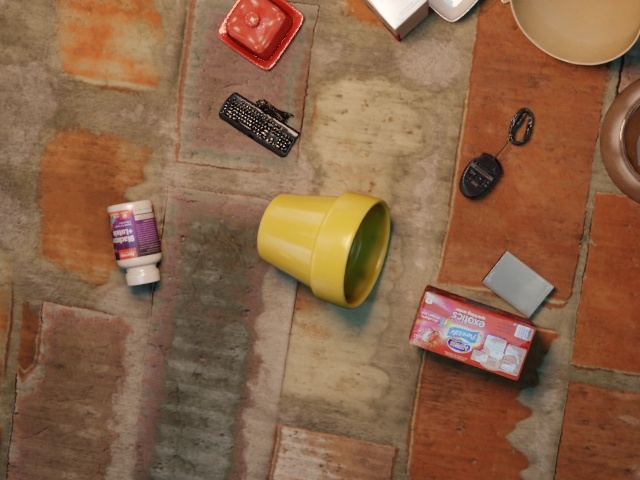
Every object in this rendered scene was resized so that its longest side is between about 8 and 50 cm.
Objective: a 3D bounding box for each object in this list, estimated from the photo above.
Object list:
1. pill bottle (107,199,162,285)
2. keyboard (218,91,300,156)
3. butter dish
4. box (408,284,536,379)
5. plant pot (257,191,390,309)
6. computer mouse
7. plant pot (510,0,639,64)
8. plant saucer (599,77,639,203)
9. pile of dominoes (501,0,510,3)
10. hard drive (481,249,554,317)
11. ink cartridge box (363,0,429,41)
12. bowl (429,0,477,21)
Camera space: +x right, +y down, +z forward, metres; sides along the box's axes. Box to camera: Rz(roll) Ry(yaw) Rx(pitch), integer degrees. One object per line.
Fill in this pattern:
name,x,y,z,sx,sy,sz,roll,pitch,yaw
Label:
pill bottle,-0.436,0.006,1.970,0.108,0.108,0.193,-10,93,9
keyboard,-0.142,-0.283,1.943,0.192,0.038,0.100,32,98,4
butter dish,-0.146,-0.494,1.885,0.160,0.118,0.160,36,99,3
box,0.338,0.204,1.870,0.257,0.122,0.128,18,96,6
plant pot,0.000,0.000,1.853,0.239,0.254,0.254,17,97,22
computer mouse,0.397,-0.197,1.878,0.071,0.041,0.242,39,92,-5
plant pot,0.566,-0.539,1.729,0.284,0.284,0.191,37,63,4
plant saucer,0.775,-0.221,1.815,0.311,0.050,0.310,1,94,9
pile of dominoes,0.396,-0.660,1.836,0.251,0.040,0.196,41,98,4
hard drive,0.450,0.099,1.897,0.135,0.022,0.094,38,99,4
ink cartridge box,0.125,-0.566,1.814,0.100,0.172,0.237,-41,88,9
bowl,0.294,-0.573,1.843,0.142,0.053,0.142,45,109,3
